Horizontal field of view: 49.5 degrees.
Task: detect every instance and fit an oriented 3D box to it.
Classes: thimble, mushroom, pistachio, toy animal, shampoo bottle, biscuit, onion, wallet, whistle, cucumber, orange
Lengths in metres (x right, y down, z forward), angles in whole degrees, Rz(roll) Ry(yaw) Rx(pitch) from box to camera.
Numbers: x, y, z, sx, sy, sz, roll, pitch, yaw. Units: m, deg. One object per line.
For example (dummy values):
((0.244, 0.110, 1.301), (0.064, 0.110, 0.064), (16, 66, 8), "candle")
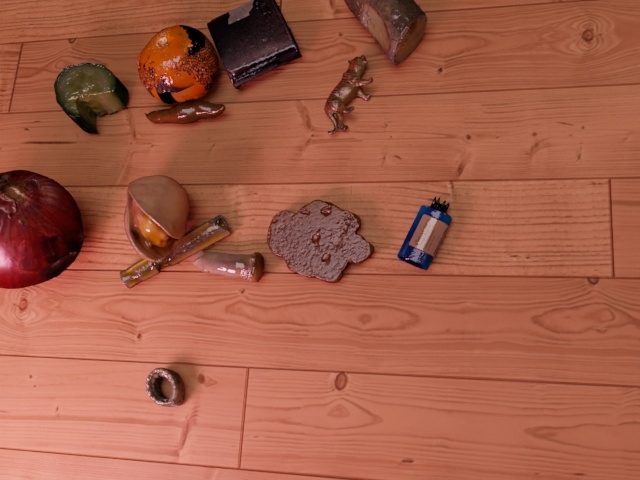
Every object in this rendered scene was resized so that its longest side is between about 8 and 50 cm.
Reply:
((-0.397, 0.382, 1.791), (0.084, 0.062, 0.110), (-43, 70, -2), "thimble")
((-0.247, 0.061, 1.844), (0.209, 0.071, 0.084), (7, 71, 19), "mushroom")
((-0.440, -0.071, 1.834), (0.187, 0.187, 0.299), (-30, 27, 4), "pistachio")
((0.075, -0.397, 1.900), (0.099, 0.057, 0.241), (31, 86, 26), "toy animal")
((0.269, -0.022, 1.745), (0.087, 0.050, 0.183), (24, 82, 22), "shampoo bottle")
((0.000, 0.000, 1.810), (0.290, 0.041, 0.208), (15, 80, 16), "biscuit")
((-0.800, -0.029, 1.872), (0.341, 0.341, 0.341), (-4, 74, 13), "onion")
((-0.196, -0.586, 2.012), (0.221, 0.071, 0.262), (-26, 64, 6), "wallet")
((-0.396, 0.030, 1.891), (0.326, 0.057, 0.068), (-29, 70, 4), "whistle")
((-0.680, -0.432, 2.062), (0.191, 0.130, 0.191), (-2, 76, 6), "cucumber")
((-0.408, -0.506, 1.987), (0.234, 0.182, 0.234), (-10, 62, 19), "orange")

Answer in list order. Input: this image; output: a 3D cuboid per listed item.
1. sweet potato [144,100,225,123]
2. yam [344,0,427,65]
((-0.395, -0.367, 2.001), (0.274, 0.067, 0.067), (-2, 74, 18), "sweet potato")
((0.186, -0.613, 1.885), (0.154, 0.154, 0.254), (-34, 66, 3), "yam")
